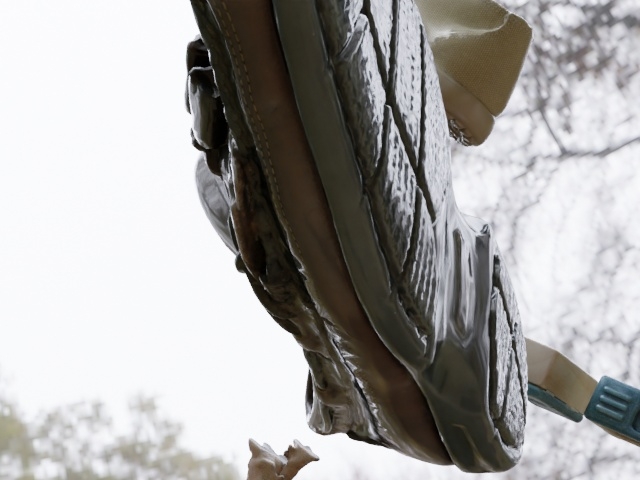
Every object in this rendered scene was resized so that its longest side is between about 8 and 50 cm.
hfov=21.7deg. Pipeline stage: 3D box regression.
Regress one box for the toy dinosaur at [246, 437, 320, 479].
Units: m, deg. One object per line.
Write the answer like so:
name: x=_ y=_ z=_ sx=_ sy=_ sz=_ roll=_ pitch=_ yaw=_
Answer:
toy dinosaur: x=-0.045 y=0.274 z=1.329 sx=0.200 sy=0.127 sz=0.295 roll=-56 pitch=-24 yaw=11

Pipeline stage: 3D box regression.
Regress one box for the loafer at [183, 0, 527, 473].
loafer: x=0.000 y=0.000 z=0.497 sx=0.084 sy=0.096 sz=0.267 roll=-4 pitch=-34 yaw=17

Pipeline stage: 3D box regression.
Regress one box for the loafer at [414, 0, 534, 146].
loafer: x=0.056 y=-0.163 z=1.146 sx=0.092 sy=0.268 sz=0.102 roll=-42 pitch=-39 yaw=0

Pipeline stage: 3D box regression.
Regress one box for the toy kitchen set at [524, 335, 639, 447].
toy kitchen set: x=0.232 y=0.199 z=1.411 sx=0.122 sy=0.207 sz=0.166 roll=35 pitch=-101 yaw=-58
